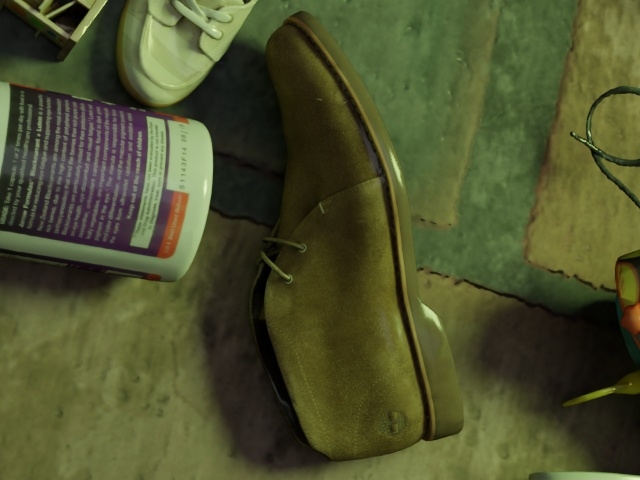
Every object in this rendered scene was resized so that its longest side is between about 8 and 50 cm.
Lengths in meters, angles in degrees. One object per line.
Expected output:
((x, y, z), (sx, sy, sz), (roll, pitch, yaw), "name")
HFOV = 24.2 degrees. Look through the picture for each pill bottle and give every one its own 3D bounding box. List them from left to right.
((-0.173, -0.040, 0.933), (0.193, 0.108, 0.108), (10, 79, -19), "pill bottle")

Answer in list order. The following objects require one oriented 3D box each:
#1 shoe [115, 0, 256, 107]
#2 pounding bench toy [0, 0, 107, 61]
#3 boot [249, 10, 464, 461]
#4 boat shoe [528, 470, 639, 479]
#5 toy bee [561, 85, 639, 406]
((-0.073, -0.190, 1.016), (0.076, 0.058, 0.219), (30, 74, -14), "shoe")
((-0.169, -0.174, 0.982), (0.065, 0.052, 0.083), (36, 72, -12), "pounding bench toy")
((0.000, 0.000, 0.999), (0.115, 0.112, 0.305), (-16, 91, -11), "boot")
((0.248, 0.217, 1.068), (0.227, 0.079, 0.081), (16, 73, -21), "boat shoe")
((0.244, 0.064, 1.044), (0.298, 0.162, 0.195), (46, 115, -1), "toy bee")
